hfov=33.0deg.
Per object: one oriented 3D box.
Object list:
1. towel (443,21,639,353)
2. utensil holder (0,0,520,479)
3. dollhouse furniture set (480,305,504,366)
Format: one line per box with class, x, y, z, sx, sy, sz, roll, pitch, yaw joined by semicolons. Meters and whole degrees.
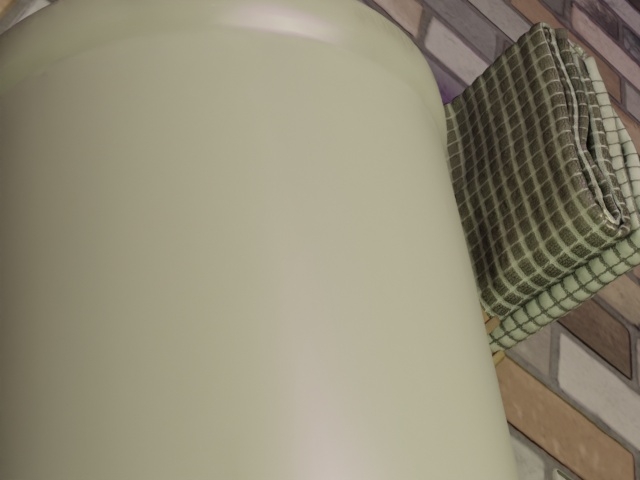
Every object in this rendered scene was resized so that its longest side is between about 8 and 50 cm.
towel;0.198;-0.058;1.101;0.121;0.235;0.283;15;49;-31
utensil holder;-0.057;0.098;0.626;0.328;0.328;0.385;18;50;-36
dollhouse furniture set;0.128;0.119;0.932;0.101;0.161;0.182;55;37;5
